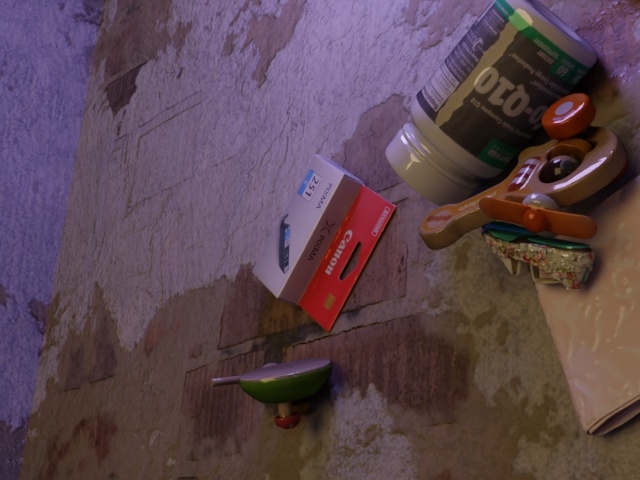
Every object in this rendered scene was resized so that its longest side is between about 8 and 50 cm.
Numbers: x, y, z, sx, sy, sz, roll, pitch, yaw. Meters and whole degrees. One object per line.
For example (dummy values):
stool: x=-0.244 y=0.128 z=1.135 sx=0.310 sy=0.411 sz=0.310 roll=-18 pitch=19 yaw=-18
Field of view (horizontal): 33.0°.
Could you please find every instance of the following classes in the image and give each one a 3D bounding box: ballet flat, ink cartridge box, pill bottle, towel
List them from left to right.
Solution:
ink cartridge box: x=0.000 y=0.000 z=2.225 sx=0.261 sy=0.066 sz=0.296 roll=39 pitch=104 yaw=53
pill bottle: x=0.286 y=-0.240 z=1.871 sx=0.361 sy=0.204 sz=0.204 roll=-52 pitch=40 yaw=22
ballet flat: x=0.332 y=0.026 z=1.706 sx=0.241 sy=0.091 sz=0.077 roll=23 pitch=114 yaw=60
towel: x=0.469 y=0.077 z=1.602 sx=0.317 sy=0.053 sz=0.332 roll=-41 pitch=41 yaw=32

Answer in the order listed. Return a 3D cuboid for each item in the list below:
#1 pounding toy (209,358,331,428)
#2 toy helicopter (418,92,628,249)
pounding toy: x=-0.077 y=0.304 z=2.112 sx=0.236 sy=0.182 sz=0.110 roll=-10 pitch=91 yaw=49
toy helicopter: x=0.311 y=-0.063 z=1.694 sx=0.355 sy=0.140 sz=0.235 roll=-26 pitch=28 yaw=26
